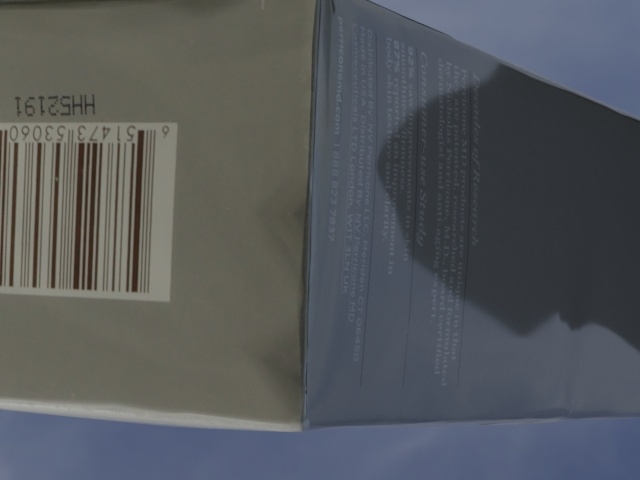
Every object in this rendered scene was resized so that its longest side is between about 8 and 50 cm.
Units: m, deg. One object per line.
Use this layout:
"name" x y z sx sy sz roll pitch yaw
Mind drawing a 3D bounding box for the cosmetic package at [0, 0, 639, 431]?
"cosmetic package" 0.000 0.000 0.496 0.127 0.107 0.238 1 179 26
